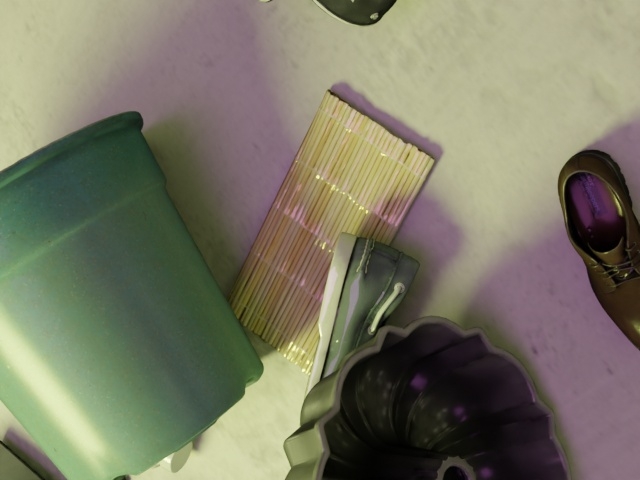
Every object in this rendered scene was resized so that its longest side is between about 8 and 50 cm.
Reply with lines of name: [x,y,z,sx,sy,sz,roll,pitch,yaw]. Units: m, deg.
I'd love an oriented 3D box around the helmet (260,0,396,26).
helmet: [0.014,-0.298,0.909,0.162,0.169,0.169,10,106,41]

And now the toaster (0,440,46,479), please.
toaster: [-0.462,0.412,1.317,0.186,0.110,0.168,33,114,21]

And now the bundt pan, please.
bundt pan: [0.097,0.247,0.914,0.124,0.331,0.330,-26,89,52]

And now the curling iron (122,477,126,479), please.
curling iron: [-0.341,0.422,1.308,0.068,0.035,0.274,33,113,16]

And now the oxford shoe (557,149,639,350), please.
oxford shoe: [0.288,0.025,0.883,0.083,0.096,0.227,-31,88,26]

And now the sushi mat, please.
sushi mat: [0.000,0.000,1.061,0.151,0.019,0.316,33,113,15]

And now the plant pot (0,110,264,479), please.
plant pot: [-0.258,0.084,1.046,0.341,0.341,0.334,-32,93,28]

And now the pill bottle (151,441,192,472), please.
pill bottle: [-0.232,0.259,1.201,0.120,0.067,0.067,20,109,21]

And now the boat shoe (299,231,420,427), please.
boat shoe: [0.037,0.150,1.022,0.099,0.116,0.319,11,108,3]
